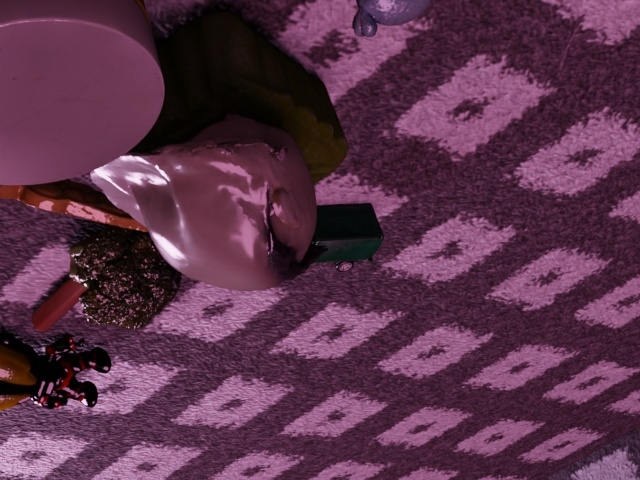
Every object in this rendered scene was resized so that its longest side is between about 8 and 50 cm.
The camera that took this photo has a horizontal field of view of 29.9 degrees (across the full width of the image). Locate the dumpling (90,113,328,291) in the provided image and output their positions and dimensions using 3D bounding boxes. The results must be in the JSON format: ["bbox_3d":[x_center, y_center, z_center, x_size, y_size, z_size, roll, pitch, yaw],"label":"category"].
[{"bbox_3d":[-0.101,-0.019,1.179,0.205,0.163,0.293,-21,163,-1],"label":"dumpling"}]

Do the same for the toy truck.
[{"bbox_3d":[0.000,0.000,1.601,0.147,0.065,0.079,-4,145,-23],"label":"toy truck"}]

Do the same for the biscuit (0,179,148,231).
[{"bbox_3d":[-0.300,-0.057,1.278,0.250,0.162,0.035,19,101,-12],"label":"biscuit"}]

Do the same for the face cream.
[{"bbox_3d":[-0.259,-0.183,1.040,0.218,0.179,0.218,-13,150,-8],"label":"face cream"}]

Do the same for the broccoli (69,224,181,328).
[{"bbox_3d":[-0.242,0.036,1.481,0.138,0.145,0.162,8,173,18],"label":"broccoli"}]

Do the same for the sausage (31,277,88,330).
[{"bbox_3d":[-0.334,0.075,1.582,0.147,0.035,0.030,-40,175,31],"label":"sausage"}]

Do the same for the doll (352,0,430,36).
[{"bbox_3d":[0.066,-0.288,1.154,0.120,0.075,0.179,-37,137,-29],"label":"doll"}]

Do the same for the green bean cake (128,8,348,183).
[{"bbox_3d":[-0.113,-0.116,1.284,0.222,0.125,0.248,-28,147,19],"label":"green bean cake"}]

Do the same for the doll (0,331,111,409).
[{"bbox_3d":[-0.416,0.186,1.678,0.249,0.127,0.088,13,172,-39],"label":"doll"}]
